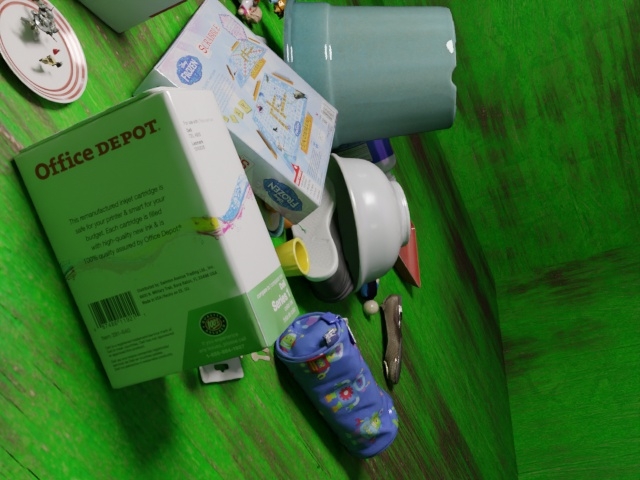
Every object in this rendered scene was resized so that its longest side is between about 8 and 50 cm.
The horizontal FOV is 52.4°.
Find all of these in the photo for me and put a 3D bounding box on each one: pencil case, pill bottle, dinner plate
[{"bbox_3d":[0.039,0.253,1.156,0.306,0.133,0.119,60,-9,-32],"label":"pencil case"},{"bbox_3d":[0.105,-0.239,1.680,0.271,0.152,0.152,67,21,-12],"label":"pill bottle"},{"bbox_3d":[-0.328,-0.225,0.757,0.141,0.017,0.141,52,28,-43],"label":"dinner plate"}]

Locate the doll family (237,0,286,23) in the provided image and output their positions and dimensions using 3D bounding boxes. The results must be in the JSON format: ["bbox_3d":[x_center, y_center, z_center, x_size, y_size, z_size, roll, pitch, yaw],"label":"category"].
[{"bbox_3d":[-0.118,-0.575,1.424,0.163,0.119,0.262,57,25,-36],"label":"doll family"}]

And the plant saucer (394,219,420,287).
[{"bbox_3d":[0.231,-0.018,1.972,0.258,0.048,0.259,53,27,-42],"label":"plant saucer"}]

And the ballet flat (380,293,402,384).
[{"bbox_3d":[0.176,0.242,1.630,0.084,0.058,0.249,81,12,-54],"label":"ballet flat"}]

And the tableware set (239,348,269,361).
[{"bbox_3d":[-0.103,0.104,0.869,0.154,0.024,0.103,30,47,-57],"label":"tableware set"}]

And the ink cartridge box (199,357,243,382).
[{"bbox_3d":[-0.131,0.097,0.930,0.115,0.067,0.198,14,62,-65],"label":"ink cartridge box"}]

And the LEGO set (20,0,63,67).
[{"bbox_3d":[-0.314,-0.242,0.750,0.083,0.024,0.054,67,22,-14],"label":"LEGO set"}]

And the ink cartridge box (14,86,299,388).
[{"bbox_3d":[-0.173,-0.003,0.713,0.278,0.202,0.117,69,20,-7],"label":"ink cartridge box"}]

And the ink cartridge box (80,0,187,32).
[{"bbox_3d":[-0.270,-0.410,0.891,0.127,0.128,0.176,34,43,-59],"label":"ink cartridge box"}]

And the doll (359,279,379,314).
[{"bbox_3d":[0.111,0.089,1.584,0.129,0.046,0.188,23,52,-62],"label":"doll"}]

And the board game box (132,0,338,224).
[{"bbox_3d":[-0.117,-0.226,1.083,0.318,0.066,0.318,40,33,-21],"label":"board game box"}]

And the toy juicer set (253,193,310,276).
[{"bbox_3d":[-0.100,-0.097,1.116,0.329,0.090,0.209,54,27,-45],"label":"toy juicer set"}]

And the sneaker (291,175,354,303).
[{"bbox_3d":[0.000,0.000,1.318,0.146,0.105,0.295,70,10,-48],"label":"sneaker"}]

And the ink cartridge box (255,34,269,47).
[{"bbox_3d":[-0.139,-0.312,1.259,0.225,0.056,0.180,-28,100,-71],"label":"ink cartridge box"}]

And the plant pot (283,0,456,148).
[{"bbox_3d":[0.111,-0.354,1.393,0.341,0.335,0.340,-2,90,-84],"label":"plant pot"}]

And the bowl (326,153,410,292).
[{"bbox_3d":[0.103,-0.046,1.366,0.298,0.134,0.297,169,-90,-81],"label":"bowl"}]
